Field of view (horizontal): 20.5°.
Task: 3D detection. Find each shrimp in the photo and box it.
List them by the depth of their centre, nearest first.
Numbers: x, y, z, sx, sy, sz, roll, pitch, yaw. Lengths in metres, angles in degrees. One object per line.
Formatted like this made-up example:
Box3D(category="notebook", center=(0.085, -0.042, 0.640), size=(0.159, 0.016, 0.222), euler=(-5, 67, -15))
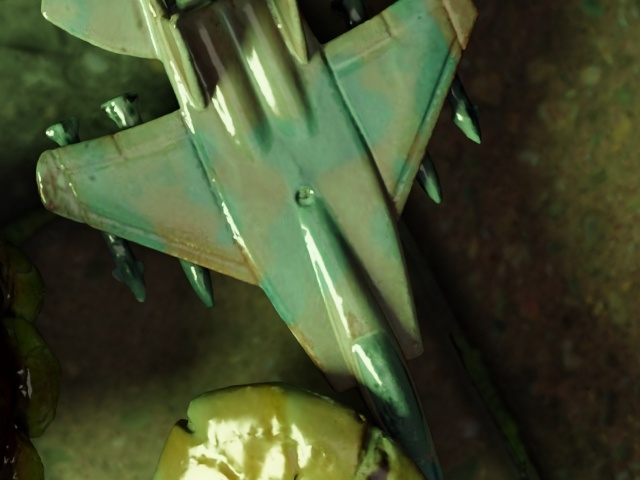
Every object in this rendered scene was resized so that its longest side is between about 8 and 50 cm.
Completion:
Box3D(category="shrimp", center=(0.001, 0.189, 0.874), size=(0.145, 0.061, 0.267), euler=(-5, 107, 14))

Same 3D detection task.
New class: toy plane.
Box3D(category="toy plane", center=(-0.002, -0.002, 0.851), size=(0.223, 0.104, 0.326), euler=(-25, 111, -5))

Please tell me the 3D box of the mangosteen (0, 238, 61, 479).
Box3D(category="mangosteen", center=(-0.195, 0.074, 0.802), size=(0.180, 0.166, 0.166), euler=(-7, 106, -37))
